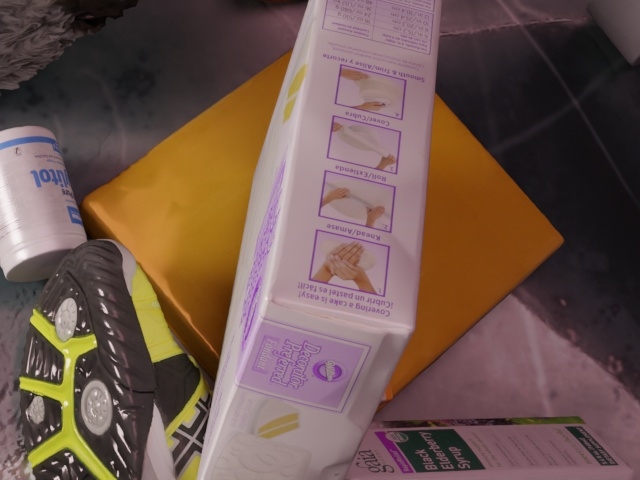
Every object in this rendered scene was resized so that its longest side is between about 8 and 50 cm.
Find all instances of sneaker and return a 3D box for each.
[{"bbox_3d":[-0.108,0.181,1.136,0.147,0.145,0.384,-6,72,-44],"label":"sneaker"}]

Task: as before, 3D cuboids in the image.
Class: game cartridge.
[{"bbox_3d":[0.006,-0.009,1.291,0.324,0.052,0.285,-38,85,-26],"label":"game cartridge"}]

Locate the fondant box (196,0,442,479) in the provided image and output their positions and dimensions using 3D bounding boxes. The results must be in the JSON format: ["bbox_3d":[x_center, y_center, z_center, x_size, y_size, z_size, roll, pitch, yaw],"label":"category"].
[{"bbox_3d":[0.000,0.000,1.069,0.096,0.238,0.330,13,47,-7],"label":"fondant box"}]

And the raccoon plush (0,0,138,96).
[{"bbox_3d":[-0.260,-0.287,1.216,0.446,0.216,0.299,-10,68,-21],"label":"raccoon plush"}]

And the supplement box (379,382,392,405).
[{"bbox_3d":[-0.002,0.117,1.176,0.098,0.062,0.036,-4,73,-19],"label":"supplement box"}]

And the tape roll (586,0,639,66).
[{"bbox_3d":[0.354,-0.255,1.418,0.219,0.219,0.072,-33,82,-28],"label":"tape roll"}]

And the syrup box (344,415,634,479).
[{"bbox_3d":[0.111,0.200,1.193,0.237,0.093,0.096,2,109,-20],"label":"syrup box"}]

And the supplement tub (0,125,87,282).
[{"bbox_3d":[-0.227,-0.029,1.198,0.071,0.071,0.107,-14,74,-24],"label":"supplement tub"}]
